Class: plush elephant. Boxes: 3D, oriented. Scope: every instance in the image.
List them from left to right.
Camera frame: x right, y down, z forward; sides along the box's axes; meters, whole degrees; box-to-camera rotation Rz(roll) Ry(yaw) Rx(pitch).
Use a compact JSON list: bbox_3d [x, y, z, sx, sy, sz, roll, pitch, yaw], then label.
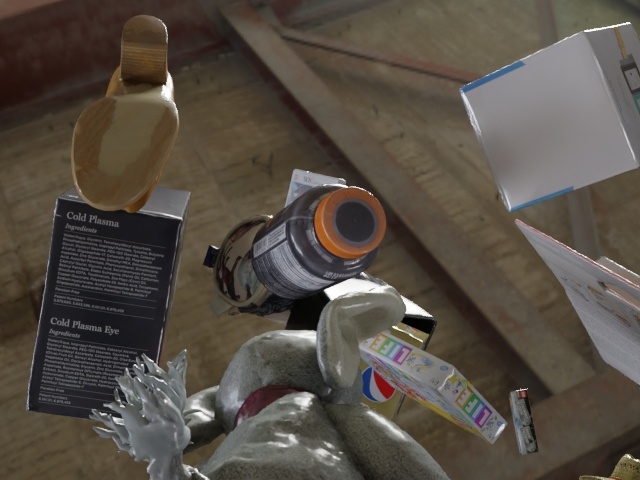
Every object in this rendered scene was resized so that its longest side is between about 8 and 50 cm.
[{"bbox_3d":[-0.018,0.179,0.666,0.272,0.330,0.255,-26,-168,22],"label":"plush elephant"}]

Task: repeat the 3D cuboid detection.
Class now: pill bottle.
[{"bbox_3d":[0.000,0.000,1.174,0.131,0.246,0.130,5,-104,-21],"label":"pill bottle"}]

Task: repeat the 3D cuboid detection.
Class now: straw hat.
[{"bbox_3d":[0.424,0.323,1.167,0.145,0.144,0.061,19,-110,25],"label":"straw hat"}]

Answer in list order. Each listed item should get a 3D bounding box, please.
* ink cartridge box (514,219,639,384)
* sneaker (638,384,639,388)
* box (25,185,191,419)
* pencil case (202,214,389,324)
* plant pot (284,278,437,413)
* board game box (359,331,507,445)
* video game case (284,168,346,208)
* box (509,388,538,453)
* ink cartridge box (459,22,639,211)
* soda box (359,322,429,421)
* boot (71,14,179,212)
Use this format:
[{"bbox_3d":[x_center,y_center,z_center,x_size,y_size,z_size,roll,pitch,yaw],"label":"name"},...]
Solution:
[{"bbox_3d":[0.346,0.094,0.820,0.066,0.261,0.296,-42,-146,-5],"label":"ink cartridge box"},{"bbox_3d":[0.489,0.190,0.962,0.262,0.121,0.099,5,-134,38],"label":"sneaker"},{"bbox_3d":[-0.319,0.076,1.363,0.179,0.312,0.343,9,-171,-8],"label":"box"},{"bbox_3d":[-0.019,0.099,1.554,0.183,0.410,0.160,-49,-132,10],"label":"pencil case"},{"bbox_3d":[0.039,0.152,1.367,0.188,0.188,0.167,9,-157,-27],"label":"plant pot"},{"bbox_3d":[0.094,0.130,0.829,0.026,0.103,0.154,-52,-146,-12],"label":"board game box"},{"bbox_3d":[-0.027,-0.041,1.807,0.023,0.201,0.183,11,-175,-33],"label":"video game case"},{"bbox_3d":[0.315,0.282,1.345,0.027,0.137,0.093,-11,-104,9],"label":"box"},{"bbox_3d":[0.374,-0.188,1.286,0.198,0.197,0.270,-21,-177,35],"label":"ink cartridge box"},{"bbox_3d":[0.059,0.180,0.970,0.058,0.181,0.061,22,-173,12],"label":"soda box"},{"bbox_3d":[-0.216,-0.093,0.999,0.104,0.211,0.295,7,-129,-7],"label":"boot"}]
